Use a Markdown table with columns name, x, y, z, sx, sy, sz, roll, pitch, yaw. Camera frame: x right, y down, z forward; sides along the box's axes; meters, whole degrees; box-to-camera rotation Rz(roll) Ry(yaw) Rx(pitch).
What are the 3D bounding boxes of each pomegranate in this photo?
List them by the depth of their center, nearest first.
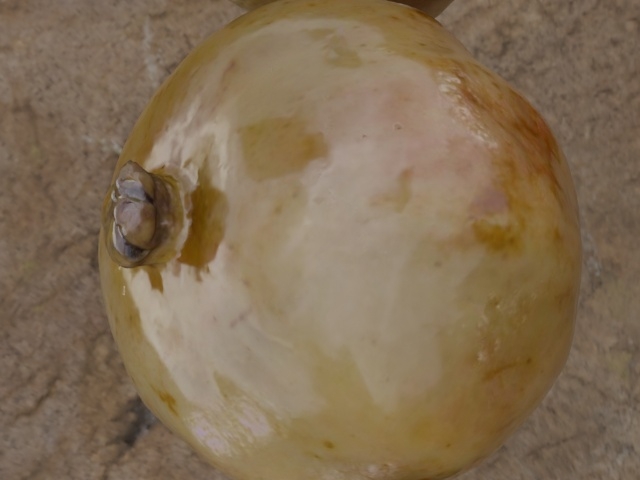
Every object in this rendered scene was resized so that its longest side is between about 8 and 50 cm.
| name | x | y | z | sx | sy | sz | roll | pitch | yaw |
| --- | --- | --- | --- | --- | --- | --- | --- | --- | --- |
| pomegranate | 0.000 | 0.000 | 0.811 | 0.411 | 0.411 | 0.412 | -8 | 64 | 16 |

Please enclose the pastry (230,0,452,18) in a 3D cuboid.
| name | x | y | z | sx | sy | sz | roll | pitch | yaw |
| --- | --- | --- | --- | --- | --- | --- | --- | --- | --- |
| pastry | 0.029 | -0.402 | 1.029 | 0.409 | 0.245 | 0.410 | -1 | 96 | -11 |
